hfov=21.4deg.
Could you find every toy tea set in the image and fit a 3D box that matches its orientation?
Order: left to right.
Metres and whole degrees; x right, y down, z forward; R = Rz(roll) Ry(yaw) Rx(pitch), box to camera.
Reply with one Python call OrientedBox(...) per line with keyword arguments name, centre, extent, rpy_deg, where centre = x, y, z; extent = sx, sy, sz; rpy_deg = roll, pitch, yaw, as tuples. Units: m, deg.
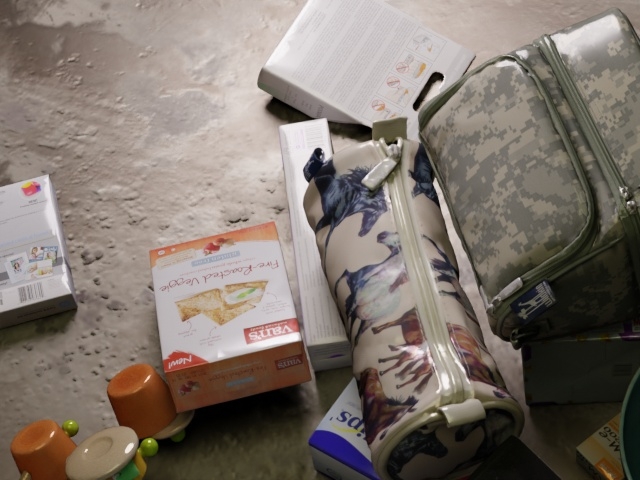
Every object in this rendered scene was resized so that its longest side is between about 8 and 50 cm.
OrientedBox(name="toy tea set", centre=(-0.275, 0.280, 1.860), extent=(0.336, 0.124, 0.200), rpy_deg=(-31, 28, -9))

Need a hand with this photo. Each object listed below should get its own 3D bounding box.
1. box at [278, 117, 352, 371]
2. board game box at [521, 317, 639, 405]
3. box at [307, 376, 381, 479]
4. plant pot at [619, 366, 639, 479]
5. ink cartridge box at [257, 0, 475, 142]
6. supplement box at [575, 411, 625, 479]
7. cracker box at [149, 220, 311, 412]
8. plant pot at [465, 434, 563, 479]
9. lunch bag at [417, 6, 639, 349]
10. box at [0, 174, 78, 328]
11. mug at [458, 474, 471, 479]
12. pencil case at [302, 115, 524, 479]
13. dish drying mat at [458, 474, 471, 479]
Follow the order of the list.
OrientedBox(name="box", centre=(0.000, 0.000, 2.013), extent=(0.067, 0.063, 0.324), rpy_deg=(-11, 56, 3))
OrientedBox(name="board game box", centre=(0.289, 0.029, 1.904), extent=(0.142, 0.144, 0.275), rpy_deg=(-3, 56, 5))
OrientedBox(name="box", centre=(0.077, 0.213, 1.855), extent=(0.126, 0.072, 0.137), rpy_deg=(26, 64, 23))
OrientedBox(name="plant pot", centre=(0.445, 0.243, 1.708), extent=(0.290, 0.195, 0.290), rpy_deg=(-4, 56, 5))
OrientedBox(name="ink cartridge box", centre=(0.059, -0.221, 2.173), extent=(0.225, 0.056, 0.181), rpy_deg=(30, 64, 4))
OrientedBox(name="supplement box", centre=(0.333, 0.223, 1.833), extent=(0.098, 0.036, 0.062), rpy_deg=(-36, 59, -15))
OrientedBox(name="cracker box", centre=(-0.106, 0.083, 1.931), extent=(0.156, 0.067, 0.232), rpy_deg=(-14, 37, -2))
OrientedBox(name="plant pot", centre=(0.182, 0.344, 1.667), extent=(0.167, 0.187, 0.188), rpy_deg=(-32, 58, -26))
OrientedBox(name="lunch bag", centre=(0.256, -0.055, 1.759), extent=(0.256, 0.212, 0.305), rpy_deg=(-22, 57, 5))
OrientedBox(name="box", centre=(-0.384, 0.018, 2.072), extent=(0.145, 0.038, 0.186), rpy_deg=(-16, 57, -3))
OrientedBox(name="mug", centre=(0.177, 0.254, 1.832), extent=(0.064, 0.078, 0.062), rpy_deg=(-3, 88, 16))
OrientedBox(name="pencil case", centre=(0.093, 0.069, 1.801), extent=(0.160, 0.183, 0.410), rpy_deg=(-11, 51, -5))
OrientedBox(name="dish drying mat", centre=(0.157, 0.281, 1.803), extent=(0.032, 0.083, 0.008), rpy_deg=(10, 15, 21))
